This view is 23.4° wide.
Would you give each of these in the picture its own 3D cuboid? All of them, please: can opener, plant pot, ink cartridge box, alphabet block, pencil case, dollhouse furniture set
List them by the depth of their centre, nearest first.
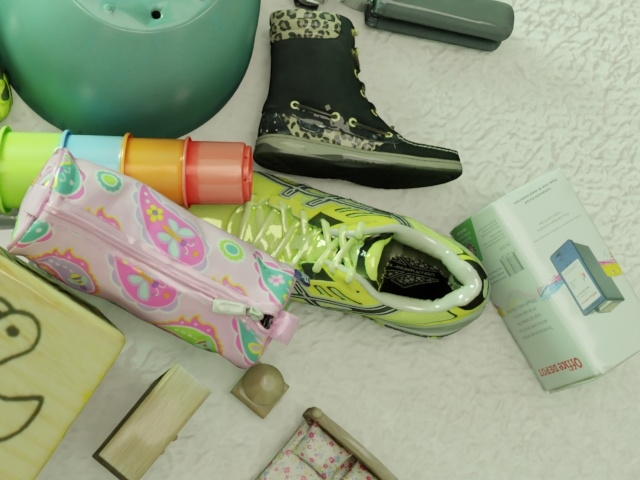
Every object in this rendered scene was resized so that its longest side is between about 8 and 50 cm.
[{"bbox_3d":[-0.329,0.105,1.477,0.197,0.193,0.192,34,88,-18],"label":"alphabet block"},{"bbox_3d":[-0.157,0.021,1.498,0.284,0.124,0.124,29,75,-13],"label":"pencil case"},{"bbox_3d":[-0.066,0.298,1.538,0.355,0.174,0.303,41,75,-2],"label":"dollhouse furniture set"},{"bbox_3d":[-0.193,-0.265,1.582,0.293,0.235,0.293,2,79,-11],"label":"plant pot"},{"bbox_3d":[0.248,0.047,1.658,0.093,0.154,0.212,-28,86,-17],"label":"ink cartridge box"},{"bbox_3d":[0.080,-0.279,1.723,0.280,0.074,0.093,15,77,-9],"label":"can opener"}]

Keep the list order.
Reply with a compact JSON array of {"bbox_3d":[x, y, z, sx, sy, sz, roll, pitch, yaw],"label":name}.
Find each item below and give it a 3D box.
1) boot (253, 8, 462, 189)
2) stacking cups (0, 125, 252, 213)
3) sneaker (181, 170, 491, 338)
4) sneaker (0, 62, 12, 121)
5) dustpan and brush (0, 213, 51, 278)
[{"bbox_3d":[0.045,-0.154,1.690,0.236,0.085,0.179,6,73,-16],"label":"boot"},{"bbox_3d":[-0.227,-0.077,1.566,0.316,0.096,0.096,-2,80,1],"label":"stacking cups"},{"bbox_3d":[0.000,0.000,1.619,0.384,0.147,0.145,11,80,-7],"label":"sneaker"},{"bbox_3d":[-0.426,-0.239,1.580,0.123,0.109,0.295,-28,97,-8],"label":"sneaker"},{"bbox_3d":[-0.383,0.029,1.578,0.211,0.060,0.147,14,78,-9],"label":"dustpan and brush"}]
